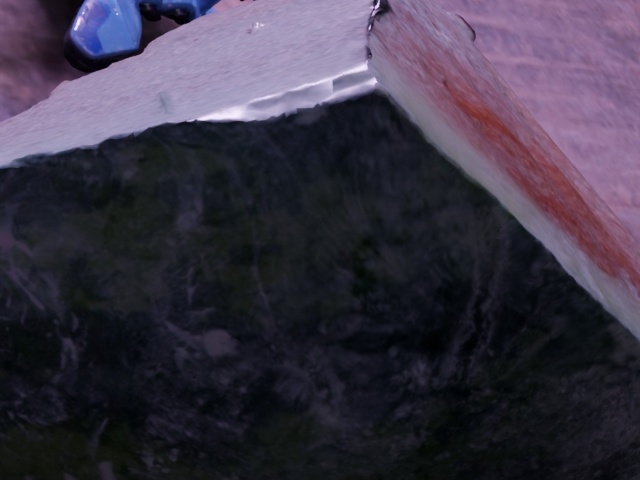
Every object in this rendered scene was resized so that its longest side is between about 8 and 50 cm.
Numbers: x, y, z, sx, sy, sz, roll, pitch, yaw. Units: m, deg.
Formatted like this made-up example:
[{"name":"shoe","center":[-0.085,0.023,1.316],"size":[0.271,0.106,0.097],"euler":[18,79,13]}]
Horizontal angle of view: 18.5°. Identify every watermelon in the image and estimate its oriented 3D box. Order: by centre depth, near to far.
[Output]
[{"name":"watermelon","center":[0.000,0.000,0.774],"size":[0.387,0.228,0.258],"euler":[27,34,-39]}]

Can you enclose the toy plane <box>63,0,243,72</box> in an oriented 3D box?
[{"name":"toy plane","center":[-0.104,-0.183,0.901],"size":[0.169,0.078,0.246],"euler":[1,54,-47]}]
